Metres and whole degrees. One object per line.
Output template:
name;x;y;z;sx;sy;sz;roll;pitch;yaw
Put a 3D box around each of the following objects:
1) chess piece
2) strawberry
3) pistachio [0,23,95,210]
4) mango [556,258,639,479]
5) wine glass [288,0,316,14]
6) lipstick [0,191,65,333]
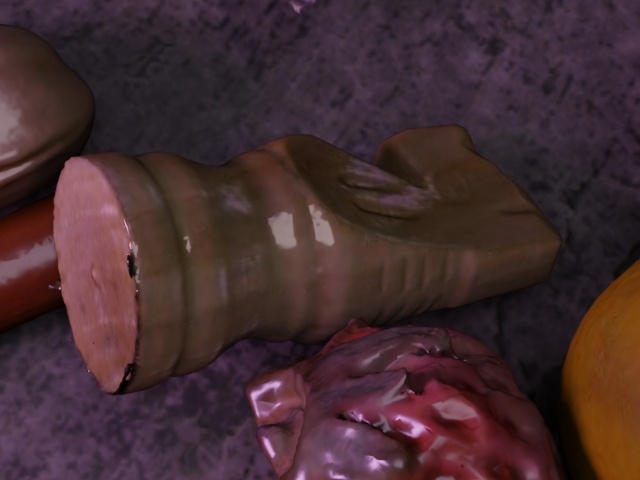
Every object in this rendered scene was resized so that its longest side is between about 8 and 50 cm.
chess piece;0.000;0.000;0.875;0.301;0.137;0.137;-8;81;-27
strawberry;0.080;0.201;0.811;0.149;0.265;0.336;-22;106;-8
pistachio;-0.247;-0.064;0.875;0.226;0.136;0.135;-13;82;-4
mango;0.299;0.171;0.804;0.220;0.301;0.445;-51;128;-23
wine glass;0.052;-0.318;0.908;0.323;0.238;0.238;-42;87;-7
lipstick;-0.293;0.067;0.877;0.418;0.077;0.077;-25;84;-12
